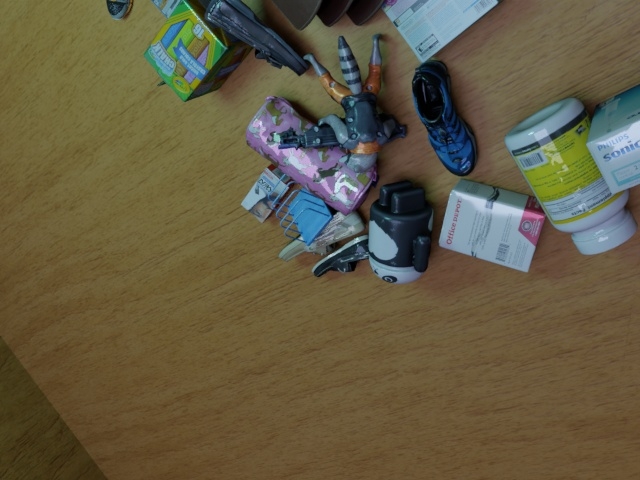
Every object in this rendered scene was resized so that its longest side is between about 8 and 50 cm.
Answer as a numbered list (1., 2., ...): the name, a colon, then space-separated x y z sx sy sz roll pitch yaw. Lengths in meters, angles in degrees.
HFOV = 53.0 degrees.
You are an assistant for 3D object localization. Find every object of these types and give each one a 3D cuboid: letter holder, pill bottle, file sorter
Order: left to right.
1. file sorter: -0.063 -0.093 1.823 0.118 0.104 0.170 -50 45 24
2. letter holder: 0.025 -0.582 1.468 0.214 0.152 0.302 50 167 -6
3. pill bottle: 0.585 -0.142 1.479 0.187 0.188 0.334 -27 101 35

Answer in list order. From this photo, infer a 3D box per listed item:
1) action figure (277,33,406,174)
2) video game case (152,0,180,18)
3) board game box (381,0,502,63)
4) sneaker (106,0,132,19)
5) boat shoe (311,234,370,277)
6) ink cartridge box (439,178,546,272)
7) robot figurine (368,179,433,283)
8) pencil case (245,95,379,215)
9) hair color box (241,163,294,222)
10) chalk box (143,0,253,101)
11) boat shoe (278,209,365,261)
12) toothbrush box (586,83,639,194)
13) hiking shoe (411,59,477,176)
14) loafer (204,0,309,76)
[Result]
1. action figure: 0.049 -0.322 1.611 0.341 0.178 0.330 -15 93 -5
2. video game case: -0.423 -0.696 1.818 0.166 0.015 0.119 48 127 -3
3. board game box: 0.240 -0.603 1.476 0.224 0.097 0.303 -33 98 36
4. sneaker: -0.595 -0.742 1.841 0.084 0.083 0.215 21 124 15
5. boat shoe: 0.067 0.064 1.908 0.233 0.084 0.079 -30 82 34
6. ink cartridge box: 0.445 -0.042 1.656 0.237 0.100 0.172 17 121 17
7. robot figurine: 0.214 -0.017 1.741 0.173 0.209 0.278 5 117 10
8. pencil case: -0.025 -0.236 1.764 0.386 0.167 0.160 35 157 7
9. hair color box: -0.159 -0.143 1.944 0.093 0.053 0.167 41 127 2
10. chalk box: -0.344 -0.512 1.772 0.179 0.180 0.289 49 127 -3
11. boat shoe: 0.000 0.000 1.906 0.302 0.109 0.098 -32 97 30
12. toothbrush box: 0.683 -0.238 1.313 0.216 0.295 0.126 -26 101 34
13. hiking shoe: 0.293 -0.287 1.588 0.113 0.132 0.304 -18 106 33
14. loafer: -0.165 -0.522 1.670 0.302 0.109 0.095 38 101 -24
